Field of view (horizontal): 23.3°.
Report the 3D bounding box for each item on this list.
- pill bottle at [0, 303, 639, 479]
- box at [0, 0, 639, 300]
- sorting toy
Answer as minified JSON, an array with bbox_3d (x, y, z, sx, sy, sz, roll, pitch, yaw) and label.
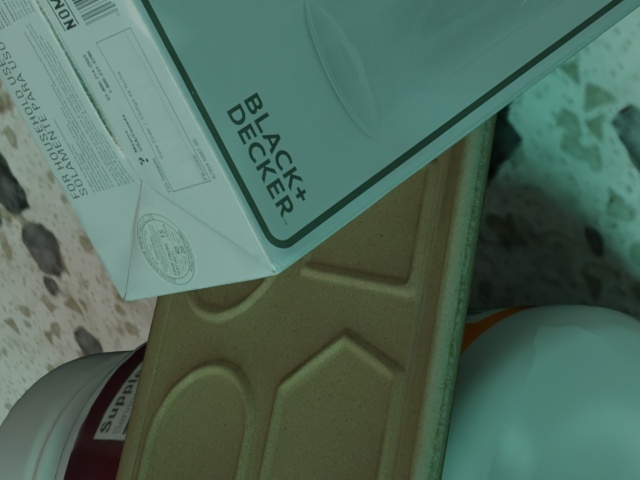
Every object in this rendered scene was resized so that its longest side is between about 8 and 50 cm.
[{"bbox_3d":[-0.003,0.150,0.830,0.392,0.224,0.224,-6,113,47],"label":"pill bottle"},{"bbox_3d":[0.016,-0.121,0.560,0.087,0.290,0.169,-12,110,51],"label":"box"},{"bbox_3d":[0.000,0.000,0.712,0.041,0.307,0.229,26,154,-34],"label":"sorting toy"}]
